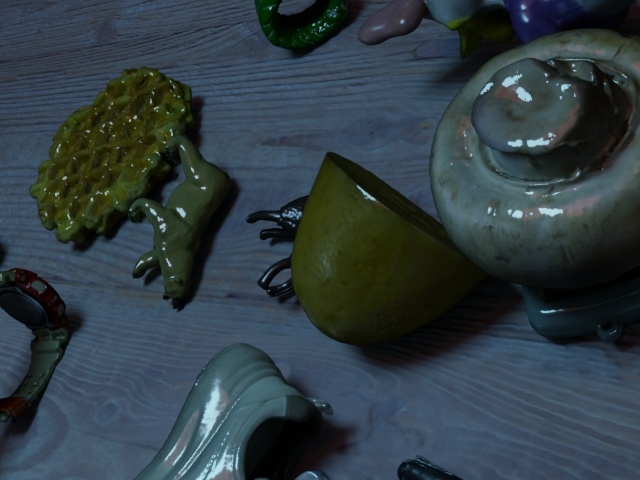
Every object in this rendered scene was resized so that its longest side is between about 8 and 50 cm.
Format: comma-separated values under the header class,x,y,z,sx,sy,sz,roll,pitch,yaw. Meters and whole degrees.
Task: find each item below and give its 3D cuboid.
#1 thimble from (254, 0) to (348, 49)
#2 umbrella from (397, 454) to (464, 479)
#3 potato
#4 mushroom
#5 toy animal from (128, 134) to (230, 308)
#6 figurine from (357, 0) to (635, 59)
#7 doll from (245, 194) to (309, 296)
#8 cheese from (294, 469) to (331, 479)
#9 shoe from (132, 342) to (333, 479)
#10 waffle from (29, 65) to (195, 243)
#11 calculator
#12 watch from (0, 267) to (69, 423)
class,x,y,z,sx,sy,sz,roll,pitch,yaw
thimble,-0.029,-0.343,1.265,0.130,0.118,0.090,-12,40,-7
umbrella,0.119,0.221,0.747,0.133,0.031,0.036,19,67,45
potato,0.044,0.024,0.879,0.203,0.178,0.158,40,101,10
mushroom,0.203,-0.077,0.756,0.255,0.184,0.255,-19,59,35
toy animal,-0.181,-0.023,1.145,0.101,0.103,0.219,15,59,17
figurine,0.246,-0.263,0.934,0.421,0.193,0.154,-1,59,42
doll,0.000,0.000,1.005,0.165,0.057,0.139,-20,44,11
cheese,0.044,0.284,0.709,0.127,0.050,0.235,-44,57,11
shoe,-0.092,0.253,0.822,0.159,0.124,0.316,14,66,34
waffle,-0.318,-0.139,1.349,0.302,0.068,0.325,-44,44,-1
calculator,0.251,-0.011,0.830,0.141,0.045,0.246,-19,48,24
watch,-0.421,0.158,1.104,0.102,0.165,0.268,-9,49,33
